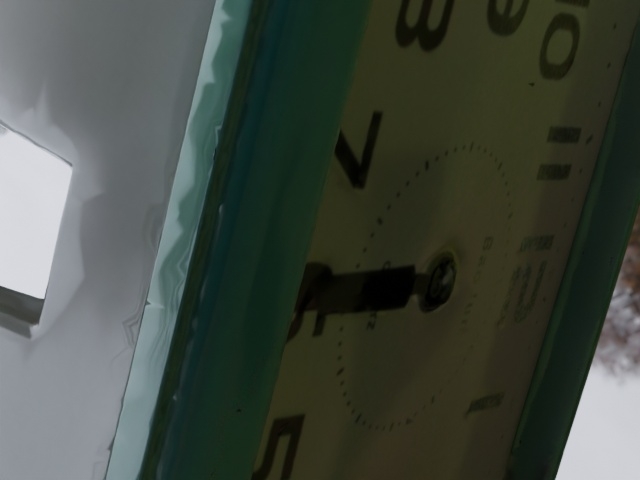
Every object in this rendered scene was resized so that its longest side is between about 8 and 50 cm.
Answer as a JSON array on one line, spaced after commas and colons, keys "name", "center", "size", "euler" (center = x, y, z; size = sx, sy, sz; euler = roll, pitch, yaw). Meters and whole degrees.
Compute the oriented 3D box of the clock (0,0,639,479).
[{"name": "clock", "center": [0.000, 0.000, 0.471], "size": [0.231, 0.116, 0.262], "euler": [-4, -67, -55]}]
